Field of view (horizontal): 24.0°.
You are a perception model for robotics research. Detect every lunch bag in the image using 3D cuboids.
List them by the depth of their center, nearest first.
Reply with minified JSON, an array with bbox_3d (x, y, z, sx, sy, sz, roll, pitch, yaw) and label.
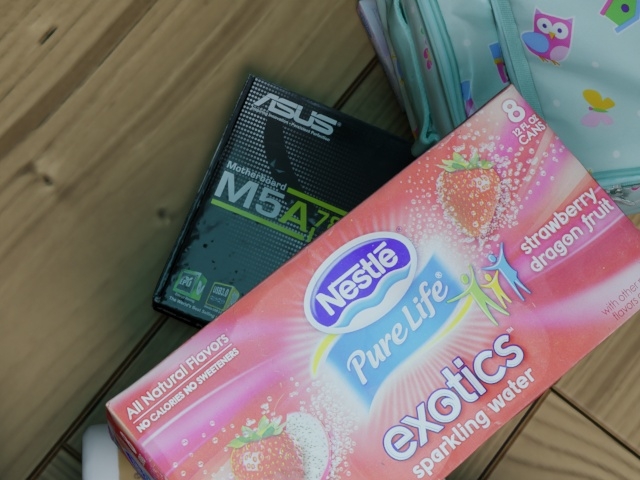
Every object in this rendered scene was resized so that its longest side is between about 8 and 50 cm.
[{"bbox_3d":[0.156,-0.142,1.077,0.224,0.108,0.279,-10,73,-22],"label":"lunch bag"}]

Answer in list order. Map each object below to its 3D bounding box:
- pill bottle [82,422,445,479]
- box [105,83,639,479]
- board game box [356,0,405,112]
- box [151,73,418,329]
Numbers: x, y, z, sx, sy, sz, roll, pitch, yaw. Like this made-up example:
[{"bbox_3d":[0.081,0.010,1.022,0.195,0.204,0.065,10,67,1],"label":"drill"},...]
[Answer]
[{"bbox_3d":[-0.038,0.177,0.989,0.229,0.131,0.131,-3,77,-8],"label":"pill bottle"},{"bbox_3d":[0.035,0.067,0.883,0.300,0.142,0.154,-38,83,-14],"label":"box"},{"bbox_3d":[0.085,-0.153,1.141,0.090,0.020,0.090,-21,80,-12],"label":"board game box"},{"bbox_3d":[0.000,0.000,1.081,0.190,0.045,0.184,24,76,-1],"label":"box"}]
